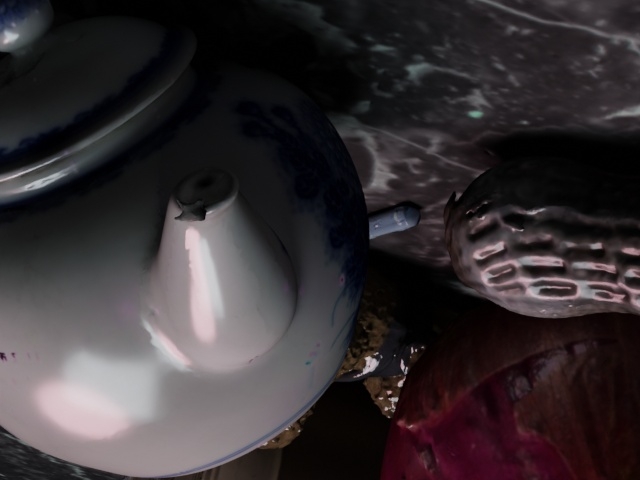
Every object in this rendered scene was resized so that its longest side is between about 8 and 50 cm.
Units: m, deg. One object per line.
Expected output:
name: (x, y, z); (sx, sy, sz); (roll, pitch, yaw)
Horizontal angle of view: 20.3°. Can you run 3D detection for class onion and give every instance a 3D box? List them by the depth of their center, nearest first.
onion: (0.197, 0.208, 1.145); (0.348, 0.385, 0.348); (1, 123, 2)

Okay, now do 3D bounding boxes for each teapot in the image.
teapot: (-0.112, -0.020, 0.996); (0.280, 0.252, 0.424); (62, 164, -22)

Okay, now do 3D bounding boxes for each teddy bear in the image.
teddy bear: (0.022, 0.076, 1.325); (0.251, 0.129, 0.182); (-4, -162, -37)

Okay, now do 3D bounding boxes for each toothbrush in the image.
toothbrush: (0.000, 0.000, 1.280); (0.019, 0.016, 0.219); (-4, 174, -35)

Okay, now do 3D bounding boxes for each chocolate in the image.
chocolate: (0.189, 0.005, 1.031); (0.248, 0.110, 0.110); (6, 161, 34)

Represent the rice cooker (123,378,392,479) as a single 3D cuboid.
rice cooker: (0.010, 0.253, 1.525); (0.325, 0.335, 0.335); (20, 160, -18)
